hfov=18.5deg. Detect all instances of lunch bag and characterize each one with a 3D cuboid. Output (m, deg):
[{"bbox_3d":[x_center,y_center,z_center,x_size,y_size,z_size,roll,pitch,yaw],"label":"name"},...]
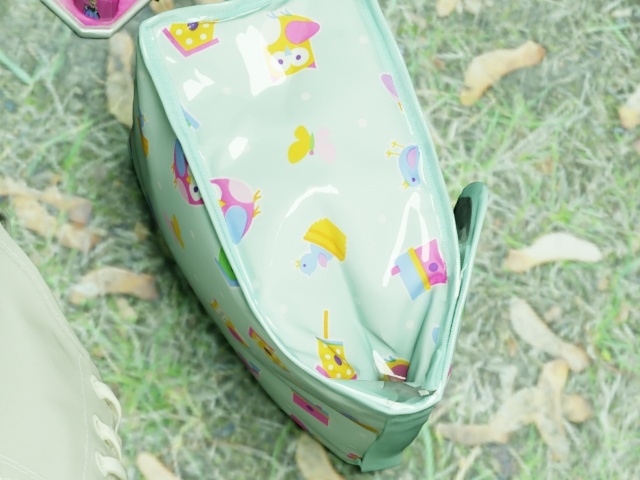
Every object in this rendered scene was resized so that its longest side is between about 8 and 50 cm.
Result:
[{"bbox_3d":[0.000,0.000,1.130,0.160,0.223,0.262,-23,79,-11],"label":"lunch bag"}]

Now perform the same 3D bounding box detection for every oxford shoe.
[{"bbox_3d":[-0.155,0.139,1.041,0.130,0.169,0.449,-12,53,-24],"label":"oxford shoe"}]

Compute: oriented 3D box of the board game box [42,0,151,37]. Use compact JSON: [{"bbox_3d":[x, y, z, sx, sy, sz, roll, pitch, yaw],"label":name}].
[{"bbox_3d":[-0.154,-0.389,1.316,0.390,0.050,0.390,43,68,3],"label":"board game box"}]
